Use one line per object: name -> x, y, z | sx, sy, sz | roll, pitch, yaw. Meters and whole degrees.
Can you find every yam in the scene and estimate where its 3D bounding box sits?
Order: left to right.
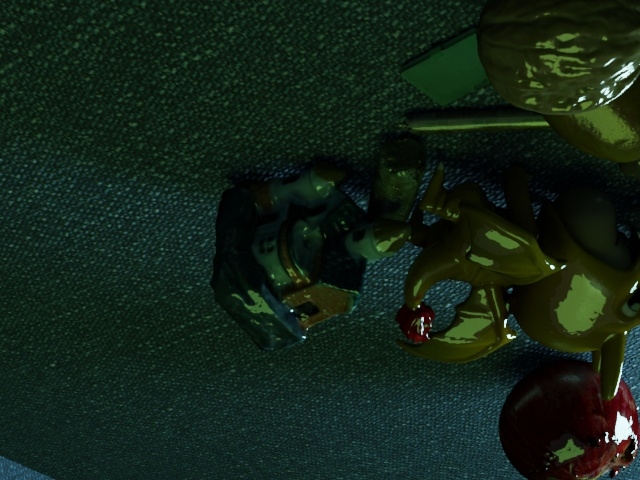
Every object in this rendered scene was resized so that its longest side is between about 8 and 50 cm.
yam -> 0.114, -0.083, 1.836 | 0.078, 0.078, 0.179 | 8, 147, -3

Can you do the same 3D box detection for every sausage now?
sausage -> 0.246, -0.171, 1.719 | 0.269, 0.033, 0.033 | -1, 147, 10

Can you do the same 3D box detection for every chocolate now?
chocolate -> 0.501, -0.104, 1.788 | 0.100, 0.031, 0.064 | 13, 151, -14

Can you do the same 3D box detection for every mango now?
mango -> 0.366, -0.189, 1.619 | 0.227, 0.099, 0.136 | 33, 134, -21

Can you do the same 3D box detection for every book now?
book -> 0.188, -0.237, 1.640 | 0.135, 0.017, 0.103 | -24, 139, 39

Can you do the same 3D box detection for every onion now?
onion -> 0.477, 0.350, 2.309 | 0.276, 0.276, 0.276 | 4, 147, 3

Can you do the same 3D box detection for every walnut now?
walnut -> 0.296, -0.252, 1.454 | 0.213, 0.213, 0.213 | 4, 147, 3

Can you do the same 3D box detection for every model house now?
model house -> 0.000, 0.000, 1.831 | 0.291, 0.253, 0.184 | -18, 131, 27

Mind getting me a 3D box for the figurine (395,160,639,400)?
figurine -> 0.310, 0.057, 1.854 | 0.387, 0.268, 0.401 | 21, 135, 1
